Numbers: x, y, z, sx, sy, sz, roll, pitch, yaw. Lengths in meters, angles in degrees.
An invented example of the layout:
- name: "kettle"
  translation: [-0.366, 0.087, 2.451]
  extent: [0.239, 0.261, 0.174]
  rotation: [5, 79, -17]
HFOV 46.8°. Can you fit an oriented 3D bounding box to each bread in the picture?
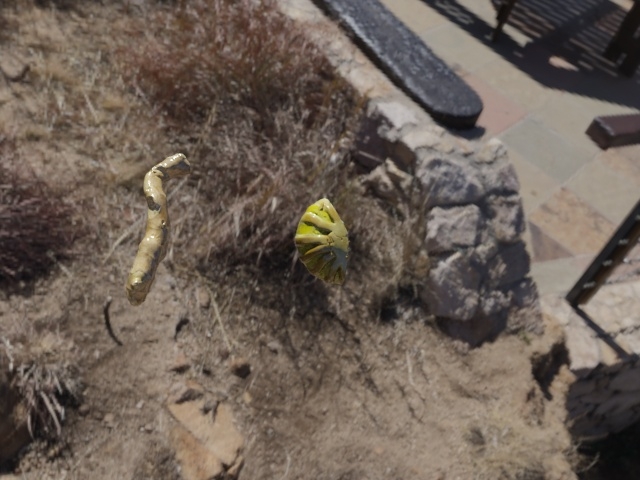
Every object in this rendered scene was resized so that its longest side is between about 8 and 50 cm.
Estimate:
- name: "bread"
  translation: [0.000, 0.000, 1.350]
  extent: [0.094, 0.083, 0.157]
  rotation: [4, 88, -11]

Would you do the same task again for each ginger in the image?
- name: "ginger"
  translation: [-0.293, -0.023, 1.317]
  extent: [0.075, 0.089, 0.288]
  rotation: [7, 69, 6]
